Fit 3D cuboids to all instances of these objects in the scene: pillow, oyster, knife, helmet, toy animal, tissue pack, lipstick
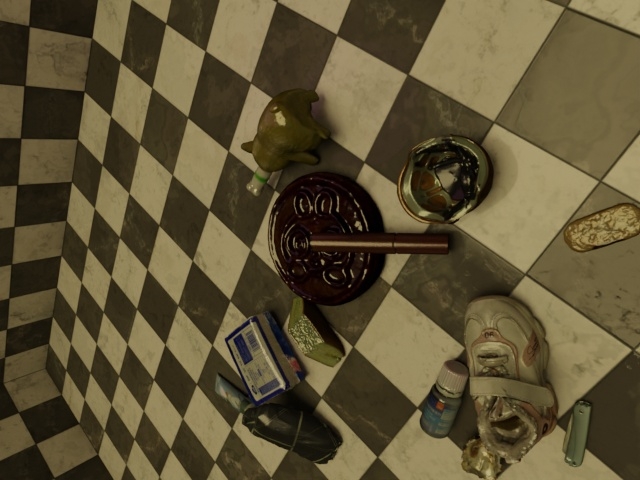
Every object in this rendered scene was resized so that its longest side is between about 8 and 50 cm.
[{"bbox_3d":[-0.099,0.634,1.459,0.335,0.092,0.161,22,111,2],"label":"pillow"},{"bbox_3d":[0.414,0.537,1.114,0.103,0.051,0.148,22,121,21],"label":"oyster"},{"bbox_3d":[0.573,0.433,0.986,0.044,0.023,0.162,12,108,40],"label":"knife"},{"bbox_3d":[0.297,-0.141,1.011,0.224,0.130,0.198,-35,74,48],"label":"helmet"},{"bbox_3d":[-0.114,-0.286,1.293,0.363,0.181,0.181,-42,65,59],"label":"toy animal"},{"bbox_3d":[-0.191,0.402,1.511,0.209,0.137,0.269,-43,70,38],"label":"tissue pack"},{"bbox_3d":[0.145,0.007,1.134,0.357,0.057,0.057,2,101,17],"label":"lipstick"}]

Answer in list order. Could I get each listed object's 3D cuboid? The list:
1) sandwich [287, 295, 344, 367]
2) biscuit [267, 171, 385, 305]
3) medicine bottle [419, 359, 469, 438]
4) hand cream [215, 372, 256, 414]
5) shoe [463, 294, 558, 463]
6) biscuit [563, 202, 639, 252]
[{"bbox_3d":[-0.026,0.284,1.383,0.094,0.096,0.258,-45,74,30],"label":"sandwich"},{"bbox_3d":[0.000,0.000,1.301,0.408,0.091,0.407,9,104,37],"label":"biscuit"},{"bbox_3d":[0.323,0.409,1.140,0.083,0.083,0.203,27,113,31],"label":"medicine bottle"},{"bbox_3d":[-0.337,0.614,1.727,0.256,0.055,0.088,21,112,41],"label":"hand cream"},{"bbox_3d":[0.412,0.299,0.971,0.172,0.198,0.350,-23,86,37],"label":"shoe"},{"bbox_3d":[0.572,-0.023,0.893,0.147,0.018,0.071,-28,80,40],"label":"biscuit"}]
